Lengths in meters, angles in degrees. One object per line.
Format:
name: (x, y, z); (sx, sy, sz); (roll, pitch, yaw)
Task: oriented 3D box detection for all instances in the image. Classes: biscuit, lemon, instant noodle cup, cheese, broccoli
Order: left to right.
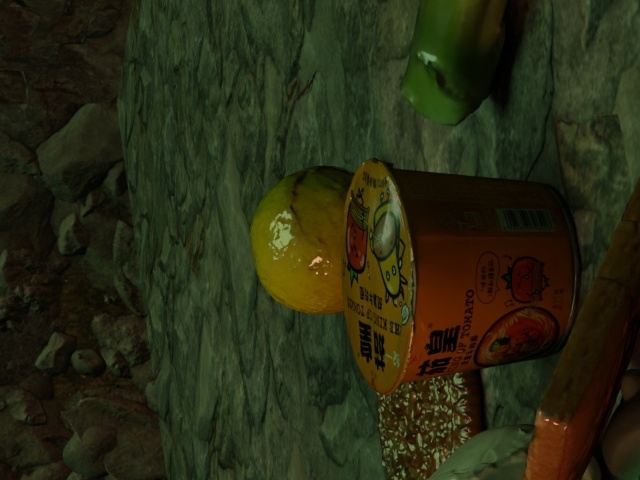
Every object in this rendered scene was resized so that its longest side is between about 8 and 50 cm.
lemon: (0.000, 0.000, 1.890); (0.193, 0.181, 0.180); (172, 96, -83)
biscuit: (0.113, 0.193, 1.747); (0.305, 0.038, 0.305); (178, 90, -74)
broccoli: (0.116, -0.334, 1.455); (0.397, 0.275, 0.353); (74, -155, -67)
instant noodle cup: (0.126, 0.030, 1.433); (0.216, 0.172, 0.215); (178, 90, -75)
cheese: (0.154, 0.259, 1.373); (0.154, 0.189, 0.198); (54, 161, 3)
biscuit: (0.201, 0.097, 1.147); (0.306, 0.043, 0.284); (-30, -41, -70)

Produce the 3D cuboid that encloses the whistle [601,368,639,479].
whistle: (0.260, 0.133, 1.096); (0.101, 0.106, 0.253); (53, 140, 37)
